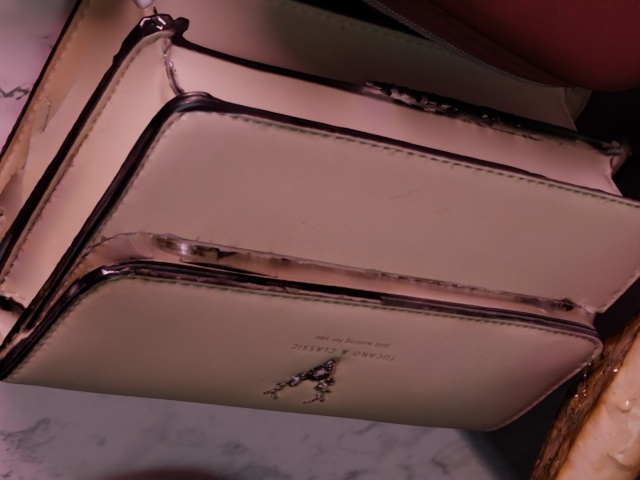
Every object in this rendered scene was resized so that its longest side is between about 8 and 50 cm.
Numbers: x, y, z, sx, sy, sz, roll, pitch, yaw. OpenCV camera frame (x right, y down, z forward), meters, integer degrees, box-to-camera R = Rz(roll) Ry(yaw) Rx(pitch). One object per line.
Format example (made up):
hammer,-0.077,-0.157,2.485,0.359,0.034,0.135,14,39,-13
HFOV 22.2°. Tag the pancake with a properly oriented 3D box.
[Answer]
pancake,0.227,0.061,1.052,0.356,0.065,0.356,-49,170,-11

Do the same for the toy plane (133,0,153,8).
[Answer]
toy plane,-0.139,-0.214,0.701,0.252,0.118,0.252,-18,134,-20

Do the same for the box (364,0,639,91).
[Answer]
box,0.098,-0.221,0.770,0.404,0.108,0.263,22,100,-49

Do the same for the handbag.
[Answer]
handbag,0.000,0.000,0.941,0.358,0.160,0.237,11,131,-35
